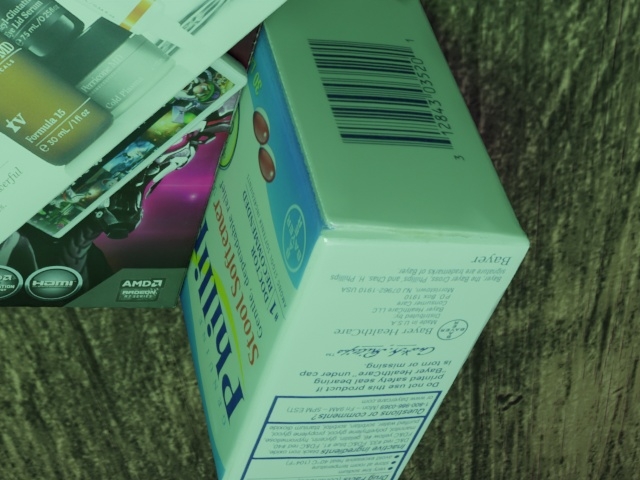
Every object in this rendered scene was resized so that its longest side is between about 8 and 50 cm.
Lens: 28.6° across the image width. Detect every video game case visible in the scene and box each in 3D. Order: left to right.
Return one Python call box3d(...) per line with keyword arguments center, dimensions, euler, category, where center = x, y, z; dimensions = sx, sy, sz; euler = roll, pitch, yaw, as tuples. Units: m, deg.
box3d(center=(-0.173, -0.094, 0.809), dimensions=(0.190, 0.022, 0.173), euler=(-37, 135, 21), category="video game case")

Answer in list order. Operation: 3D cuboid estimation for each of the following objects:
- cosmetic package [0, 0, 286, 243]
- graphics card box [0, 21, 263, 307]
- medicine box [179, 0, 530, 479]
box3d(center=(-0.229, -0.138, 0.667), dimensions=(0.377, 0.097, 0.284), euler=(-37, 125, 23), category="cosmetic package")
box3d(center=(-0.182, -0.100, 0.888), dimensions=(0.233, 0.094, 0.371), euler=(2, 138, -22), category="graphics card box")
box3d(center=(0.000, 0.000, 0.939), dimensions=(0.149, 0.263, 0.289), euler=(1, 137, -21), category="medicine box")
